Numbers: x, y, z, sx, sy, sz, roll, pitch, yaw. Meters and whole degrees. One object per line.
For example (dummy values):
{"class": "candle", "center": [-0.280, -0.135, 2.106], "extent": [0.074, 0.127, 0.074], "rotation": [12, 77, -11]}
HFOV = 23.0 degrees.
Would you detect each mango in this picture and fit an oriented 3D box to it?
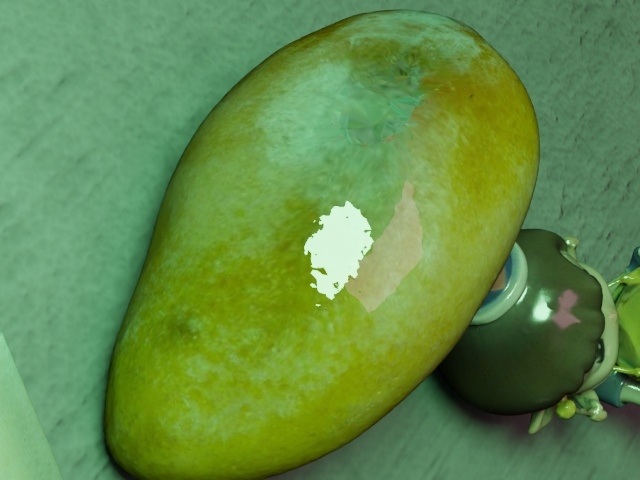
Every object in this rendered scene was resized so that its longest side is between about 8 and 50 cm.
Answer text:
{"class": "mango", "center": [0.000, 0.000, 1.023], "extent": [0.221, 0.199, 0.384], "rotation": [38, 70, 8]}

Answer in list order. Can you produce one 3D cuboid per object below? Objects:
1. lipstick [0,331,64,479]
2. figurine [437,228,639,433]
{"class": "lipstick", "center": [-0.167, 0.165, 0.851], "extent": [0.077, 0.079, 0.253], "rotation": [-53, 135, -46]}
{"class": "figurine", "center": [0.179, 0.061, 1.197], "extent": [0.275, 0.158, 0.161], "rotation": [6, 66, -42]}
